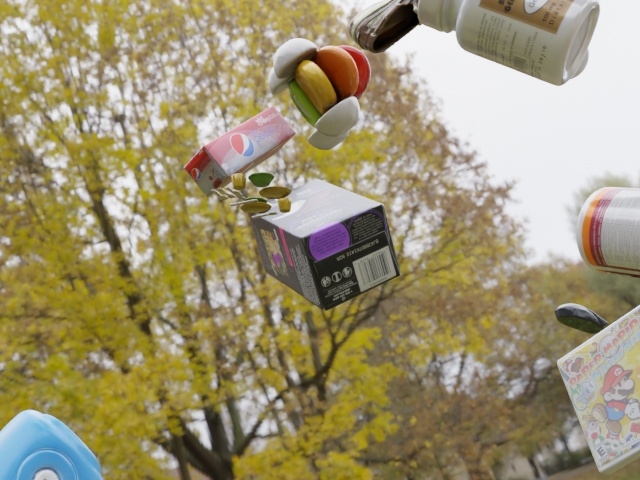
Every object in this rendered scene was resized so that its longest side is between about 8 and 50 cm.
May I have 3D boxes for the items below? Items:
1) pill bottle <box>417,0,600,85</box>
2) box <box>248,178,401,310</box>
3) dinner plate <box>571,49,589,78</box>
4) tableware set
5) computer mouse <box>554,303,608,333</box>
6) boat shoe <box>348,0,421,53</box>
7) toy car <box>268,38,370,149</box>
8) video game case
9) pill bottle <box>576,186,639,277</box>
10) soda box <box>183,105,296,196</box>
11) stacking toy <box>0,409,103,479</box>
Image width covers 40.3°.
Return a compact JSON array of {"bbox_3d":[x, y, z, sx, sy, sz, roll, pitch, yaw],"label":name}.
[{"bbox_3d":[0.261,-0.317,1.230,0.131,0.229,0.131,-49,-25,-33],"label":"pill bottle"},{"bbox_3d":[0.000,0.000,1.576,0.165,0.143,0.270,-23,22,-18],"label":"box"},{"bbox_3d":[0.473,-0.386,1.738,0.141,0.141,0.017,-17,-9,-14],"label":"dinner plate"},{"bbox_3d":[-0.088,-0.070,1.300,0.104,0.024,0.154,-10,-18,20],"label":"tableware set"},{"bbox_3d":[0.603,0.179,1.809,0.242,0.041,0.071,20,-23,-2],"label":"computer mouse"},{"bbox_3d":[0.183,-0.455,1.714,0.257,0.095,0.095,-39,-43,5],"label":"boat shoe"},{"bbox_3d":[0.011,-0.241,1.355,0.136,0.159,0.182,-37,-2,-13],"label":"toy car"},{"bbox_3d":[0.485,0.215,1.334,0.026,0.206,0.227,23,-51,-33],"label":"video game case"},{"bbox_3d":[0.454,-0.005,1.127,0.121,0.121,0.221,-6,9,-35],"label":"pill bottle"},{"bbox_3d":[-0.167,-0.194,1.862,0.092,0.083,0.263,-40,1,41],"label":"soda box"},{"bbox_3d":[-0.463,0.368,1.233,0.302,0.175,0.165,-26,20,38],"label":"stacking toy"}]
